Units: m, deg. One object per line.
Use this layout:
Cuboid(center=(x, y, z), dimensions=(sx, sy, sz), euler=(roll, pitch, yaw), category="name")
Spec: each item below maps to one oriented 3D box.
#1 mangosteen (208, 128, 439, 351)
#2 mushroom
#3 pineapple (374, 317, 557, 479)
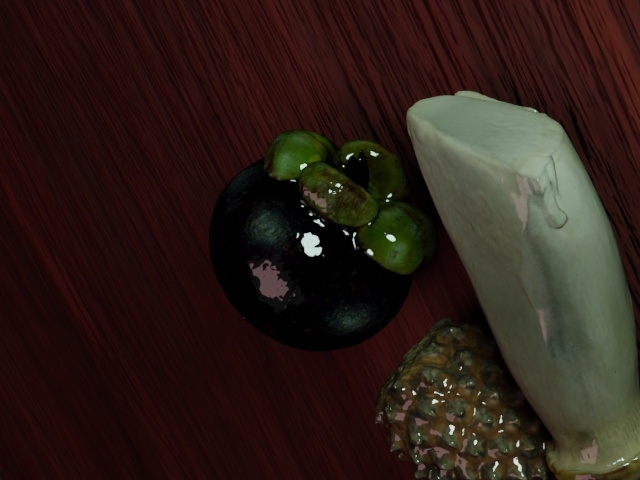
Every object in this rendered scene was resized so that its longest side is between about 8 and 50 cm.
Cuboid(center=(0.000, 0.000, 1.748), dimensions=(0.243, 0.243, 0.243), euler=(35, 144, 31), category="mangosteen")
Cuboid(center=(0.215, 0.046, 1.550), dimensions=(0.154, 0.137, 0.407), euler=(-8, 115, 44), category="mushroom")
Cuboid(center=(0.219, 0.241, 1.731), dimensions=(0.361, 0.175, 0.175), euler=(40, 148, 0), category="pineapple")
